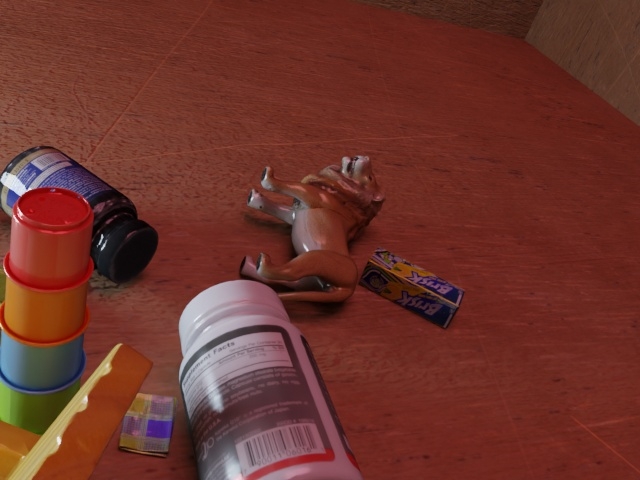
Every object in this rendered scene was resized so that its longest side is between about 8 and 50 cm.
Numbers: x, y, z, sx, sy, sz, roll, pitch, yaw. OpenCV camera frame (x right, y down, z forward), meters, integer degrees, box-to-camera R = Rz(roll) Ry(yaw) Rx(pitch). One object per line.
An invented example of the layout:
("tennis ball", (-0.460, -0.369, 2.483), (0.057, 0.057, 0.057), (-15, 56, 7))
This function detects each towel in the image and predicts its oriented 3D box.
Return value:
("towel", (-0.202, 0.213, 0.772), (0.060, 0.009, 0.083), (14, 34, -12))

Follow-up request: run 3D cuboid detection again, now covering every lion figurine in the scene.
("lion figurine", (0.000, 0.000, 1.100), (0.240, 0.142, 0.392), (19, 47, -17))

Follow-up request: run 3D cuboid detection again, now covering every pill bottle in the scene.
("pill bottle", (-0.070, 0.189, 0.741), (0.161, 0.161, 0.283), (3, 37, -25))
("pill bottle", (-0.344, -0.035, 0.943), (0.219, 0.123, 0.122), (33, 35, 18))

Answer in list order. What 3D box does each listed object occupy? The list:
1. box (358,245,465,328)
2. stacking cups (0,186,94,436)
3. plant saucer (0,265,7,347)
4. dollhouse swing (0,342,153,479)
("box", (0.155, 0.079, 1.116), (0.168, 0.054, 0.059), (27, 33, 9))
("stacking cups", (-0.258, 0.097, 0.630), (0.096, 0.316, 0.096), (16, 33, -11))
("plant saucer", (-0.411, 0.103, 0.791), (0.240, 0.037, 0.241), (15, 34, -10))
("dollhouse swing", (-0.330, 0.188, 0.423), (0.315, 0.305, 0.347), (24, 25, -4))
